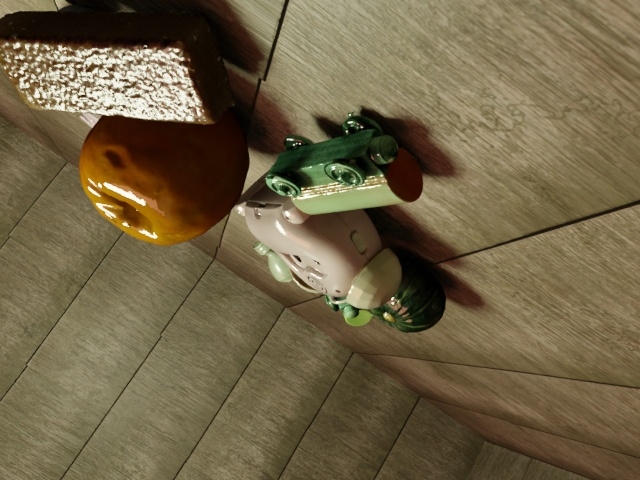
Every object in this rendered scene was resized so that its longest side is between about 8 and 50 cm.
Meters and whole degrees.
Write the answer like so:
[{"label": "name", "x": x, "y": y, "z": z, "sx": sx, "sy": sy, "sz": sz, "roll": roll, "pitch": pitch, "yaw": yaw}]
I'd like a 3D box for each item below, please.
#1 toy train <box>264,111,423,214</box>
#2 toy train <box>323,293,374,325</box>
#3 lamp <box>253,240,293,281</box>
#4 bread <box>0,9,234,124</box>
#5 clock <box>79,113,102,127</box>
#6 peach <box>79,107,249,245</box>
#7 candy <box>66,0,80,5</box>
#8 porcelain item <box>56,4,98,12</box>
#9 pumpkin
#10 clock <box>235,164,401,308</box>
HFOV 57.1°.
[{"label": "toy train", "x": 0.037, "y": -0.108, "z": 0.994, "sx": 0.285, "sy": 0.116, "sz": 0.177, "roll": -6, "pitch": 146, "yaw": 48}, {"label": "toy train", "x": 0.068, "y": 0.112, "z": 1.560, "sx": 0.157, "sy": 0.105, "sz": 0.253, "roll": 51, "pitch": -163, "yaw": -49}, {"label": "lamp", "x": -0.154, "y": 0.070, "z": 2.109, "sx": 0.193, "sy": 0.106, "sz": 0.106, "roll": 48, "pitch": 162, "yaw": -17}, {"label": "bread", "x": -0.361, "y": -0.300, "z": 1.009, "sx": 0.416, "sy": 0.113, "sz": 0.165, "roll": 9, "pitch": 135, "yaw": 19}, {"label": "clock", "x": -0.581, "y": -0.342, "z": 1.686, "sx": 0.290, "sy": 0.080, "sz": 0.275, "roll": 39, "pitch": 164, "yaw": -28}, {"label": "peach", "x": -0.312, "y": -0.162, "z": 1.222, "sx": 0.342, "sy": 0.302, "sz": 0.343, "roll": 19, "pitch": 153, "yaw": 10}, {"label": "candy", "x": -0.483, "y": -0.485, "z": 1.074, "sx": 0.045, "sy": 0.043, "sz": 0.175, "roll": 34, "pitch": 170, "yaw": 7}, {"label": "porcelain item", "x": -0.496, "y": -0.401, "z": 1.199, "sx": 0.141, "sy": 0.141, "sz": 0.259, "roll": 43, "pitch": 170, "yaw": -35}, {"label": "pumpkin", "x": 0.199, "y": 0.130, "z": 1.415, "sx": 0.211, "sy": 0.152, "sz": 0.211, "roll": 34, "pitch": 165, "yaw": 11}, {"label": "clock", "x": 0.000, "y": 0.000, "z": 1.301, "sx": 0.326, "sy": 0.184, "sz": 0.342, "roll": 51, "pitch": 165, "yaw": -27}]
